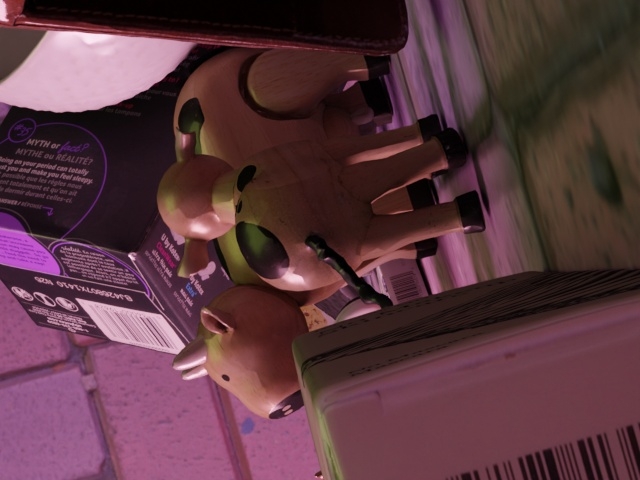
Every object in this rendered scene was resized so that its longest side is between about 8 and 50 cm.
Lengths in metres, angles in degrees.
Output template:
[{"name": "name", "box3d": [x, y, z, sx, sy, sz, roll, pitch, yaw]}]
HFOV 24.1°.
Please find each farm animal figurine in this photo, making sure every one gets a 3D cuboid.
[{"name": "farm animal figurine", "box3d": [-0.016, 0.003, 0.866, 0.330, 0.172, 0.326, 77, 176, -53]}]

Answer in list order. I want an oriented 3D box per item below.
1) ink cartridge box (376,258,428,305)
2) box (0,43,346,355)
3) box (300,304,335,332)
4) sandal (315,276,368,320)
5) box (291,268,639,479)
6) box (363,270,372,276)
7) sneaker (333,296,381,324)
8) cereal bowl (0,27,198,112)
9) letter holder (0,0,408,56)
[{"name": "ink cartridge box", "box3d": [0.063, 0.054, 1.088, 0.115, 0.029, 0.063, 78, 176, -55]}, {"name": "box", "box3d": [-0.115, -0.071, 1.085, 0.270, 0.165, 0.143, -65, -31, -26]}, {"name": "box", "box3d": [0.001, 0.102, 1.642, 0.324, 0.067, 0.063, 55, 165, 45]}, {"name": "sandal", "box3d": [-0.052, -0.066, 1.337, 0.446, 0.107, 0.167, 48, 168, -27]}, {"name": "box", "box3d": [0.054, 0.065, 0.465, 0.275, 0.113, 0.094, 162, 92, -86]}, {"name": "box", "box3d": [-0.015, -0.034, 1.556, 0.170, 0.091, 0.130, -116, 10, -74]}, {"name": "sneaker", "box3d": [0.046, 0.114, 1.224, 0.121, 0.079, 0.217, -111, 2, -58]}, {"name": "cereal bowl", "box3d": [-0.117, -0.239, 0.967, 0.339, 0.141, 0.339, -29, 55, 51]}, {"name": "letter holder", "box3d": [-0.049, -0.244, 0.662, 0.152, 0.214, 0.302, -54, 43, 45]}]
